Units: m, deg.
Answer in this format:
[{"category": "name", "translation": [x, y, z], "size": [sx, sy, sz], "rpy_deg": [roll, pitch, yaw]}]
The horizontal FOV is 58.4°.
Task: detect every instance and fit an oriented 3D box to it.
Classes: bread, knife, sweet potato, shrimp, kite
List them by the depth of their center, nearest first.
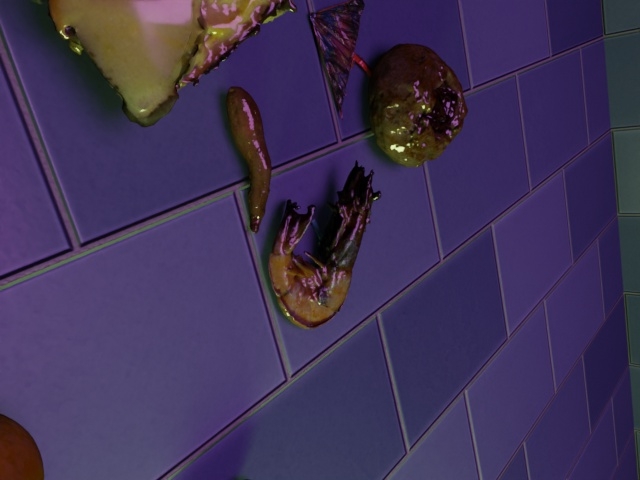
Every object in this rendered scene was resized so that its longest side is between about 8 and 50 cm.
[{"category": "bread", "translation": [-0.180, -0.289, 0.664], "size": [0.262, 0.162, 0.204], "rpy_deg": [-40, 124, -12]}, {"category": "sweet potato", "translation": [-0.100, -0.117, 0.839], "size": [0.050, 0.050, 0.214], "rpy_deg": [-26, 113, -43]}, {"category": "shrimp", "translation": [-0.005, -0.001, 0.930], "size": [0.178, 0.075, 0.289], "rpy_deg": [14, 97, -42]}, {"category": "knife", "translation": [0.002, 0.001, 0.982], "size": [0.014, 0.005, 0.091], "rpy_deg": [-49, 126, -35]}, {"category": "kite", "translation": [0.038, -0.333, 1.001], "size": [0.189, 0.009, 0.232], "rpy_deg": [26, 74, -46]}, {"category": "bread", "translation": [0.189, -0.255, 1.084], "size": [0.230, 0.123, 0.230], "rpy_deg": [-2, 93, -49]}]

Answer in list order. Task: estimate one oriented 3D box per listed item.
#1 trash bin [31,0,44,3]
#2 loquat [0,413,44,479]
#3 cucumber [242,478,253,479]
[{"category": "trash bin", "translation": [-0.315, -0.318, 0.444], "size": [0.240, 0.122, 0.164], "rpy_deg": [18, 65, -21]}, {"category": "loquat", "translation": [-0.340, 0.233, 0.532], "size": [0.163, 0.137, 0.163], "rpy_deg": [-6, 102, -28]}, {"category": "cucumber", "translation": [-0.150, 0.393, 0.817], "size": [0.155, 0.037, 0.037], "rpy_deg": [-34, 116, -42]}]
